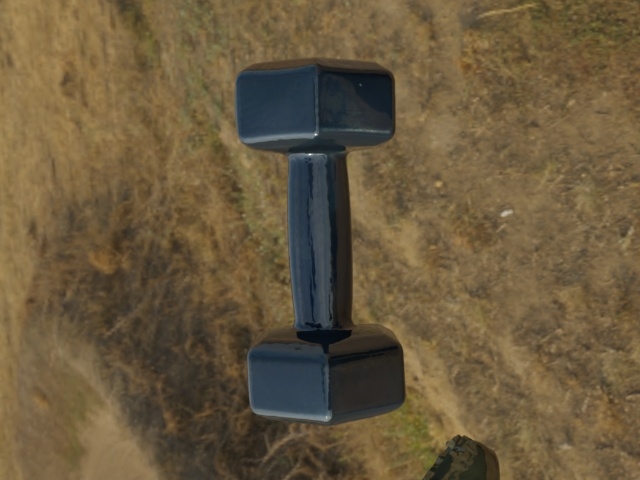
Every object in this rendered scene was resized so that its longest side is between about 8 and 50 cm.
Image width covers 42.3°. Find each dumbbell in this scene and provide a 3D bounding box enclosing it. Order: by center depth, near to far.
[{"bbox_3d":[0.000,0.000,0.756,0.160,0.144,0.324,0,94,31],"label":"dumbbell"}]

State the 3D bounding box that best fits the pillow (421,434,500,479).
[{"bbox_3d":[0.053,0.215,0.476,0.093,0.241,0.051,49,142,2],"label":"pillow"}]
